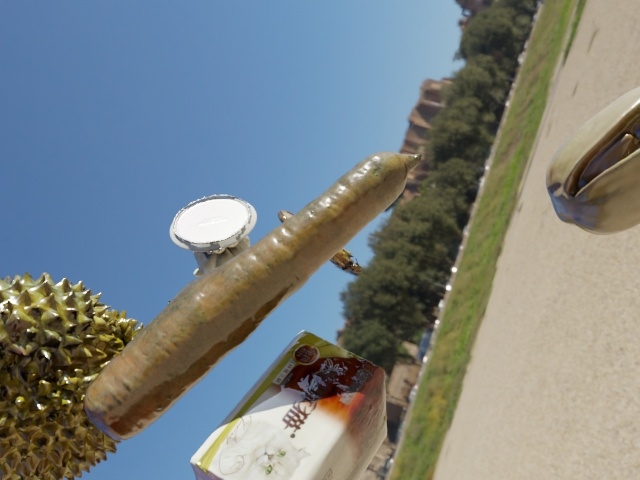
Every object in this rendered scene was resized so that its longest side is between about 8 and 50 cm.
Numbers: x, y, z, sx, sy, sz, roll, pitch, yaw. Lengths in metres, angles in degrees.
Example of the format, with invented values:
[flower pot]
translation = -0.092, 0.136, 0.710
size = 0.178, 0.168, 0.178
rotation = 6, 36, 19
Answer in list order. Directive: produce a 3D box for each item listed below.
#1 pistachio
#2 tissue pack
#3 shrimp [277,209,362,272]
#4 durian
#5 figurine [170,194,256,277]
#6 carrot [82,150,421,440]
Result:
[pistachio]
translation = 0.350, -0.091, 0.755
size = 0.206, 0.129, 0.131
rotation = -42, -26, 17
[tissue pack]
translation = -0.018, 0.170, 0.553
size = 0.148, 0.099, 0.106
rotation = -47, -32, -37
[shrimp]
translation = -0.001, 0.001, 1.194
size = 0.034, 0.178, 0.124
rotation = -58, 0, 8
[durian]
translation = -0.337, 0.164, 0.814
size = 0.258, 0.293, 0.258
rotation = -51, 28, 41
[figurine]
translation = -0.147, 0.027, 1.021
size = 0.132, 0.132, 0.153
rotation = -59, -30, -45
[carrot]
translation = -0.050, 0.032, 0.558
size = 0.342, 0.070, 0.070
rotation = -41, -19, -9
